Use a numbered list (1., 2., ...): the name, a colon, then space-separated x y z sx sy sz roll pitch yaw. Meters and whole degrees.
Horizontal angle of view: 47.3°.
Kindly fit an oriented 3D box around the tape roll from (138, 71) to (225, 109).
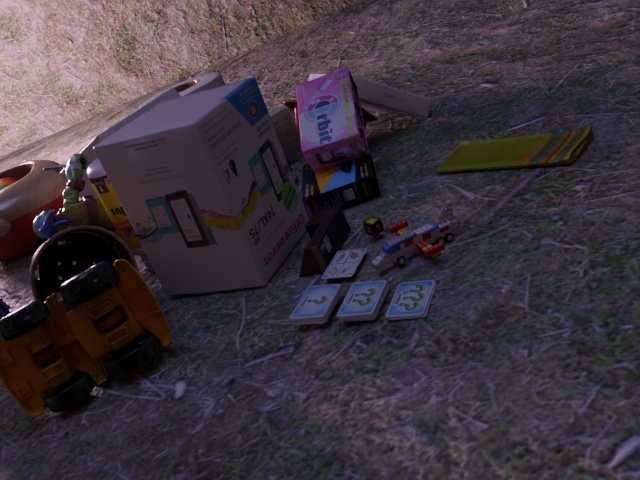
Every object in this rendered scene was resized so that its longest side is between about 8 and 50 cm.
1. tape roll: -0.355 -0.342 2.018 0.246 0.169 0.246 -20 23 8

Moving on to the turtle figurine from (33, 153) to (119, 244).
1. turtle figurine: -0.421 -0.075 1.447 0.266 0.198 0.274 -9 -3 -9

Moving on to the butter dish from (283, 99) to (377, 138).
1. butter dish: 0.018 -0.223 1.499 0.160 0.118 0.160 3 -4 26

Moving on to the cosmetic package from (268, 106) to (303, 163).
1. cosmetic package: -0.085 -0.225 1.586 0.060 0.115 0.041 -35 26 -28

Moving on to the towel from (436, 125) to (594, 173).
1. towel: 0.307 -0.144 1.175 0.237 0.021 0.102 0 31 42

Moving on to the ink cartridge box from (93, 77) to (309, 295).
1. ink cartridge box: -0.174 -0.081 1.154 0.197 0.270 0.198 -7 27 28

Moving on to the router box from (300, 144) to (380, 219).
1. router box: 0.034 -0.109 1.312 0.133 0.046 0.179 -19 23 8

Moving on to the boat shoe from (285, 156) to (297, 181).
1. boat shoe: -0.190 -0.161 1.544 0.127 0.113 0.340 -37 27 -28

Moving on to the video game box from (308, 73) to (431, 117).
1. video game box: 0.099 -0.307 1.546 0.205 0.048 0.187 9 10 -30

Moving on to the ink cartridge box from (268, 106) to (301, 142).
1. ink cartridge box: -0.139 -0.229 1.657 0.181 0.104 0.062 -8 27 32

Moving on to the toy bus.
1. toy bus: -0.338 0.123 1.044 0.220 0.150 0.211 -30 11 -11

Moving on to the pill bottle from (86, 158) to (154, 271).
1. pill bottle: -0.316 -0.056 1.298 0.117 0.215 0.117 -19 23 8

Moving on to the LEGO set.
1. LEGO set: 0.077 0.021 0.983 0.182 0.060 0.244 -6 27 26

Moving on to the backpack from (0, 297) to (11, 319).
1. backpack: -0.594 0.132 1.194 0.158 0.173 0.117 -12 25 25

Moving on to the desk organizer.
1. desk organizer: 0.000 0.000 1.107 0.050 0.047 0.130 -14 24 25

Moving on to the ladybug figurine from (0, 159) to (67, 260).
1. ladybug figurine: -0.755 -0.069 1.793 0.305 0.162 0.449 -24 22 -5

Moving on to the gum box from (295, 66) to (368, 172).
1. gum box: 0.020 -0.218 1.336 0.107 0.062 0.189 -17 52 14

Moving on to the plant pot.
1. plant pot: -0.412 0.055 1.234 0.167 0.167 0.165 -33 18 -24

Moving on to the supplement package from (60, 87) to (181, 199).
1. supplement package: -0.404 -0.189 1.668 0.177 0.175 0.293 -31 14 38
